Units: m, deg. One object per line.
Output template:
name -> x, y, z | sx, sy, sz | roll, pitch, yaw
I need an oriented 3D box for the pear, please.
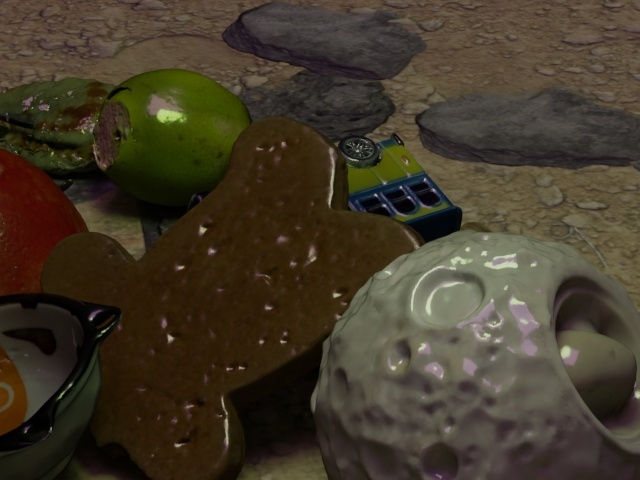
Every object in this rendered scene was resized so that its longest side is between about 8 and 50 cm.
pear -> -0.176, -0.132, 2.380 | 0.220, 0.187, 0.187 | 8, 23, -28

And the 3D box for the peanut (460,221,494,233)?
peanut -> 0.202, 0.002, 2.260 | 0.037, 0.037, 0.083 | -19, 38, -28

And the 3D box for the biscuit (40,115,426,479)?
biscuit -> -0.100, 0.063, 1.945 | 0.394, 0.076, 0.368 | -40, 53, -2

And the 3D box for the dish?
dish -> -0.329, 0.179, 1.846 | 0.303, 0.120, 0.303 | -15, 32, 10

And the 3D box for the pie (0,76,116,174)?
pie -> -0.345, -0.166, 2.521 | 0.248, 0.090, 0.201 | 11, 35, 28

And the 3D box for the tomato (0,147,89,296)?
tomato -> -0.419, -0.024, 2.191 | 0.309, 0.170, 0.309 | -2, 28, 1

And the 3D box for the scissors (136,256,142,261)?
scissors -> -0.039, 0.033, 2.223 | 0.360, 0.029, 0.191 | -7, 34, -15

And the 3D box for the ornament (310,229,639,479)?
ornament -> 0.151, 0.162, 1.697 | 0.337, 0.337, 0.337 | -1, 30, 1

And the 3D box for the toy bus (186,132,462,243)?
toy bus -> 0.000, 0.000, 2.131 | 0.288, 0.138, 0.175 | -18, 51, -26
